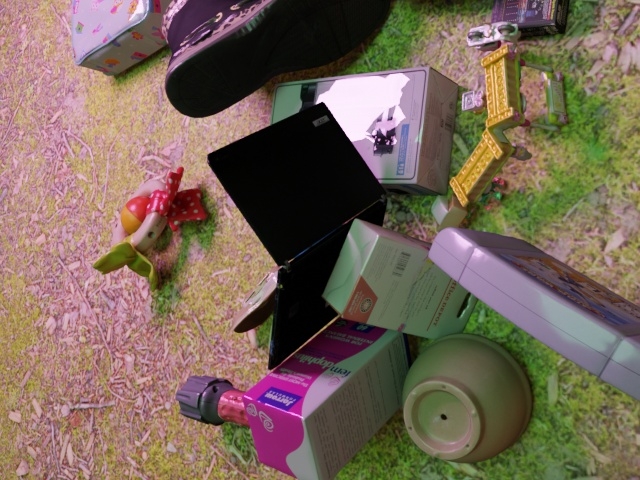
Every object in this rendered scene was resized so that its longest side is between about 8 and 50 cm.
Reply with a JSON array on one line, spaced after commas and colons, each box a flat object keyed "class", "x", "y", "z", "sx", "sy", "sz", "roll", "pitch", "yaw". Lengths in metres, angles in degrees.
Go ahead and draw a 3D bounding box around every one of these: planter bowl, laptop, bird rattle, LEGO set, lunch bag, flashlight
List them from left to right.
[{"class": "lunch bag", "x": -0.408, "y": -0.492, "z": 1.449, "sx": 0.279, "sy": 0.107, "sz": 0.224, "roll": -18, "pitch": 69, "yaw": 35}, {"class": "bird rattle", "x": -0.338, "y": -0.042, "z": 1.319, "sx": 0.254, "sy": 0.143, "sz": 0.207, "roll": -61, "pitch": 37, "yaw": 11}, {"class": "flashlight", "x": -0.100, "y": 0.272, "z": 1.081, "sx": 0.304, "sy": 0.103, "sz": 0.103, "roll": 5, "pitch": 121, "yaw": 35}, {"class": "laptop", "x": -0.029, "y": -0.010, "z": 0.915, "sx": 0.136, "sy": 0.234, "sz": 0.265, "roll": 29, "pitch": 131, "yaw": 26}, {"class": "planter bowl", "x": 0.168, "y": 0.206, "z": 0.854, "sx": 0.162, "sy": 0.109, "sz": 0.162, "roll": 5, "pitch": 100, "yaw": 30}, {"class": "LEGO set", "x": 0.241, "y": -0.135, "z": 0.899, "sx": 0.132, "sy": 0.107, "sz": 0.287, "roll": 25, "pitch": 108, "yaw": 61}]

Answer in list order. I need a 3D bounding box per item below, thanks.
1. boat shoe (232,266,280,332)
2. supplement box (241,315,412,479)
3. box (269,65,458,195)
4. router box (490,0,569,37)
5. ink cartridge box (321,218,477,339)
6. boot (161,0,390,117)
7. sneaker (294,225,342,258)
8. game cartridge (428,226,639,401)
[{"class": "boat shoe", "x": -0.102, "y": 0.100, "z": 1.153, "sx": 0.135, "sy": 0.050, "sz": 0.045, "roll": -45, "pitch": 55, "yaw": 13}, {"class": "supplement box", "x": 0.018, "y": 0.203, "z": 0.912, "sx": 0.111, "sy": 0.220, "sz": 0.114, "roll": 8, "pitch": 121, "yaw": 39}, {"class": "box", "x": 0.052, "y": -0.156, "z": 1.040, "sx": 0.289, "sy": 0.087, "sz": 0.169, "roll": 6, "pitch": 87, "yaw": 39}, {"class": "router box", "x": 0.281, "y": -0.334, "z": 0.913, "sx": 0.092, "sy": 0.038, "sz": 0.123, "roll": 8, "pitch": 88, "yaw": 40}, {"class": "ink cartridge box", "x": 0.115, "y": 0.057, "z": 0.905, "sx": 0.067, "sy": 0.198, "sz": 0.115, "roll": 40, "pitch": 109, "yaw": 57}, {"class": "boot", "x": -0.098, "y": -0.369, "z": 1.140, "sx": 0.377, "sy": 0.138, "sz": 0.284, "roll": -30, "pitch": 40, "yaw": 3}, {"class": "sneaker", "x": 0.000, "y": 0.000, "z": 1.034, "sx": 0.082, "sy": 0.069, "sz": 0.209, "roll": -2, "pitch": 122, "yaw": 8}, {"class": "game cartridge", "x": 0.271, "y": 0.073, "z": 0.758, "sx": 0.297, "sy": 0.198, "sz": 0.062, "roll": 36, "pitch": 106, "yaw": 36}]
